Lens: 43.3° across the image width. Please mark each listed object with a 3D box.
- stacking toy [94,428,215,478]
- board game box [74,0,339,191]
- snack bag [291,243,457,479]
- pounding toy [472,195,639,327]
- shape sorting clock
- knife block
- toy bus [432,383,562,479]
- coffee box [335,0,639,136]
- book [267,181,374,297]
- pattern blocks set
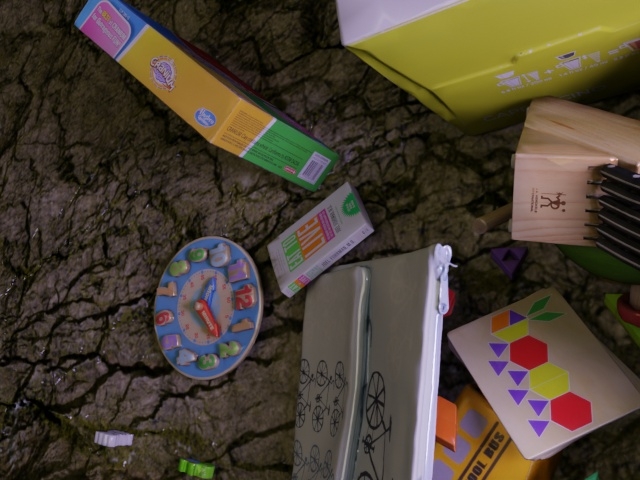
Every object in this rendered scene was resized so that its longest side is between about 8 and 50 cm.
[{"bbox_3d":[-0.248,0.374,1.146,0.221,0.052,0.167,7,86,30],"label":"stacking toy"},{"bbox_3d":[-0.151,-0.201,1.087,0.316,0.242,0.064,41,100,30],"label":"board game box"},{"bbox_3d":[0.041,0.177,0.905,0.342,0.037,0.323,164,113,-68],"label":"snack bag"},{"bbox_3d":[0.297,0.014,0.839,0.237,0.183,0.110,11,118,29],"label":"pounding toy"},{"bbox_3d":[-0.165,0.095,1.154,0.206,0.040,0.206,-7,76,30],"label":"shape sorting clock"},{"bbox_3d":[0.306,-0.056,0.755,0.242,0.275,0.088,5,116,17],"label":"knife block"},{"bbox_3d":[0.136,0.332,0.885,0.130,0.108,0.332,35,99,31],"label":"toy bus"},{"bbox_3d":[0.224,-0.340,0.832,0.338,0.338,0.334,-14,74,28],"label":"coffee box"},{"bbox_3d":[0.000,0.000,1.056,0.144,0.035,0.096,-39,35,15],"label":"book"},{"bbox_3d":[0.229,0.132,0.840,0.285,0.026,0.325,-17,46,-1],"label":"pattern blocks set"}]
